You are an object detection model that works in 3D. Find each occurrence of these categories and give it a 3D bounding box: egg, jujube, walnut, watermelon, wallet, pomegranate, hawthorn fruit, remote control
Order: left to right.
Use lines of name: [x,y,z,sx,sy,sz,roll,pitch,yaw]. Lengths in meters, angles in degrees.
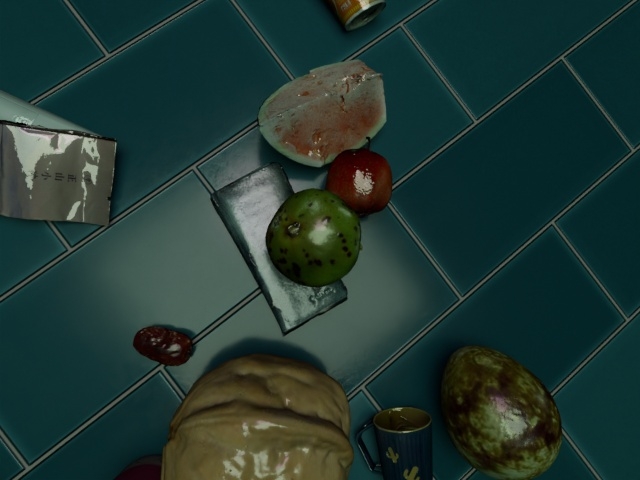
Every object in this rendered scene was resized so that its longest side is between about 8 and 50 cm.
remote control: [-0.648,-0.254,0.957,0.293,0.051,0.103,25,81,-6]
jujube: [-0.348,0.232,0.937,0.129,0.077,0.077,14,82,-1]
walnut: [-0.114,0.402,0.826,0.381,0.381,0.382,1,84,-8]
wallet: [-0.095,0.013,1.006,0.190,0.046,0.379,-29,87,-13]
watermelon: [-0.008,-0.295,0.983,0.305,0.180,0.224,-28,86,-12]
pomegranate: [0.000,0.000,0.922,0.211,0.263,0.211,-8,75,31]
hawthorn fruit: [0.093,-0.151,0.994,0.156,0.157,0.194,12,88,-7]
egg: [0.389,0.373,0.943,0.238,0.238,0.290,-17,73,-9]

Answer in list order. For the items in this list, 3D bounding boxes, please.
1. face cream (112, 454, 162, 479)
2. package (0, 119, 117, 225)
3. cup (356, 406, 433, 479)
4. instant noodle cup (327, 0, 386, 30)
face cream: [-0.356,0.545,0.840,0.175,0.195,0.175,1,83,-8]
package: [-0.587,-0.145,0.927,0.250,0.062,0.204,7,100,-17]
cup: [0.172,0.480,0.966,0.176,0.131,0.155,-8,89,21]
instant noodle cup: [0.069,-0.636,1.053,0.168,0.168,0.185,-30,96,-10]
